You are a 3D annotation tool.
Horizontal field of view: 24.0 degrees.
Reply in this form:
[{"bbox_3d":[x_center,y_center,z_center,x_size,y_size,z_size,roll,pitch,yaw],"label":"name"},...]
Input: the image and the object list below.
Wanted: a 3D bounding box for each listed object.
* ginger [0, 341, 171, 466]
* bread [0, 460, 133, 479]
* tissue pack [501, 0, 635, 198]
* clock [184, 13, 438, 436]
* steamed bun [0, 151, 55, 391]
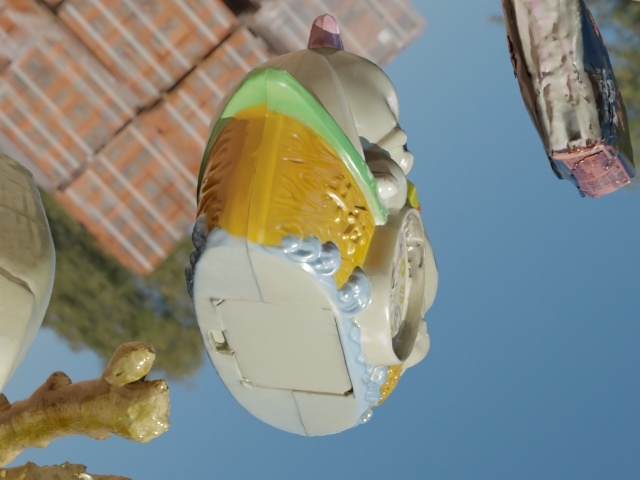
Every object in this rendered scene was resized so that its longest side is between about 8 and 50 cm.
[{"bbox_3d":[-0.301,0.210,1.786,0.299,0.118,0.065,-21,170,27],"label":"ginger"},{"bbox_3d":[-0.225,0.281,1.144,0.174,0.121,0.245,-3,-125,11],"label":"bread"},{"bbox_3d":[0.316,-0.190,1.917,0.123,0.245,0.332,-14,170,14],"label":"tissue pack"},{"bbox_3d":[0.000,0.000,0.703,0.103,0.231,0.144,7,-129,15],"label":"clock"},{"bbox_3d":[-0.257,0.014,0.811,0.154,0.200,0.250,-56,-159,14],"label":"steamed bun"}]
